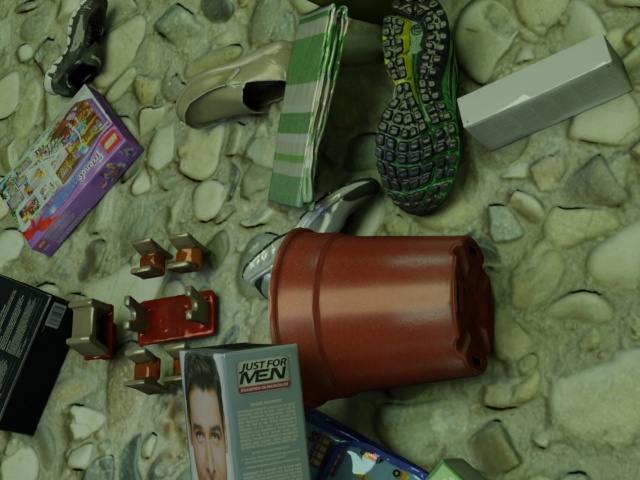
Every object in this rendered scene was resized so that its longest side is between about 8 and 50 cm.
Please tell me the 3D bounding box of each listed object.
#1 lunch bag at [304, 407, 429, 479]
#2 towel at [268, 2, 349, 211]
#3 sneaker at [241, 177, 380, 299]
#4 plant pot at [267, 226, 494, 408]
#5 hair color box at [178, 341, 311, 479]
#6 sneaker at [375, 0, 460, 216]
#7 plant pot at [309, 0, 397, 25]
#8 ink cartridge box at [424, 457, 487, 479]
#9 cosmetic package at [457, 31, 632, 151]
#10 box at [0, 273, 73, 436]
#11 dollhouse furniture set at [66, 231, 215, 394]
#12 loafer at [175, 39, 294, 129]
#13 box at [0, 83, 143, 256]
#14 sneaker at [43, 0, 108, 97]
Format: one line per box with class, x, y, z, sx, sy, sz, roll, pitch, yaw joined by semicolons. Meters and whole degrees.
lunch bag;0.017;0.393;1.696;0.293;0.138;0.221;24;88;24
towel;-0.024;-0.216;1.873;0.248;0.038;0.325;-158;76;-74
sneaker;0.000;0.000;1.873;0.271;0.100;0.108;-43;85;6
plant pot;0.100;0.104;1.664;0.265;0.272;0.273;-6;69;24
hair color box;-0.097;0.331;1.559;0.185;0.113;0.375;-9;86;64
sneaker;0.173;-0.209;1.814;0.134;0.146;0.344;3;88;21
plant pot;0.069;-0.478;1.872;0.274;0.293;0.275;-13;66;30
ink cartridge box;0.163;0.463;1.531;0.201;0.117;0.278;41;97;21
cosmetic package;0.336;-0.221;1.718;0.239;0.099;0.061;-23;61;24
box;-0.585;0.213;2.164;0.184;0.103;0.261;18;83;34
dollhouse furniture set;-0.303;0.144;2.011;0.259;0.135;0.262;-9;67;19
loafer;-0.148;-0.267;2.056;0.268;0.102;0.092;-27;53;22
box;-0.504;-0.141;2.273;0.293;0.057;0.201;-47;53;10
sneaker;-0.480;-0.393;2.347;0.106;0.078;0.234;26;91;35
